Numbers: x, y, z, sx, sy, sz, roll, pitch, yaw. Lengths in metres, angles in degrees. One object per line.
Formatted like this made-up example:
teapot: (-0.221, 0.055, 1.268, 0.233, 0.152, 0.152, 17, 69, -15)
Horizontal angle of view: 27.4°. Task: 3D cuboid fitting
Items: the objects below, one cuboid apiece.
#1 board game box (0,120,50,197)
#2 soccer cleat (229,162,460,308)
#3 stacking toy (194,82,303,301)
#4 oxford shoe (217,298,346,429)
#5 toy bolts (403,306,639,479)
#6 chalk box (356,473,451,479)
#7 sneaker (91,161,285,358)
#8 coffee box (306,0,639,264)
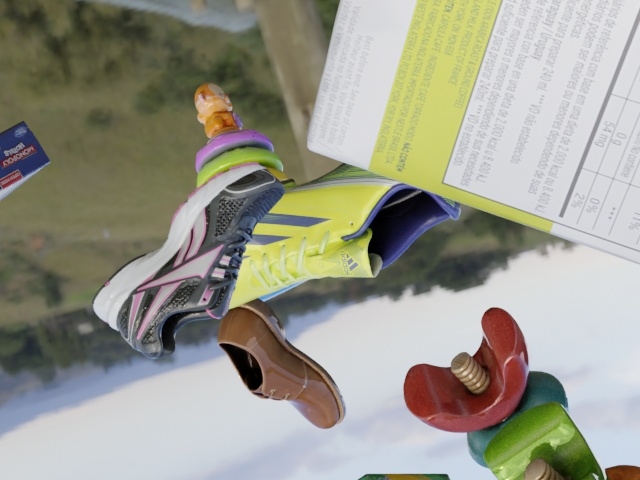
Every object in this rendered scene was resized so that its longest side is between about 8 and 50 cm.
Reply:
board game box: (-0.435, -0.045, 1.526, 0.194, 0.060, 0.194, -35, -176, -32)
soccer cleat: (0.000, -0.001, 1.244, 0.289, 0.121, 0.093, -30, 144, 14)
stacking toy: (-0.105, -0.079, 1.706, 0.165, 0.302, 0.175, -28, 154, 23)
oxford shoe: (-0.049, 0.155, 1.477, 0.076, 0.212, 0.076, -14, -141, 40)
toy bolts: (0.137, 0.189, 0.935, 0.218, 0.158, 0.228, -36, -151, 18)
chalk box: (0.076, 0.370, 1.599, 0.213, 0.132, 0.132, 10, 136, -47)
sneaker: (-0.087, 0.022, 1.016, 0.178, 0.077, 0.072, -46, 158, 9)
coffee box: (0.221, -0.210, 0.826, 0.334, 0.338, 0.338, 19, -149, 6)
